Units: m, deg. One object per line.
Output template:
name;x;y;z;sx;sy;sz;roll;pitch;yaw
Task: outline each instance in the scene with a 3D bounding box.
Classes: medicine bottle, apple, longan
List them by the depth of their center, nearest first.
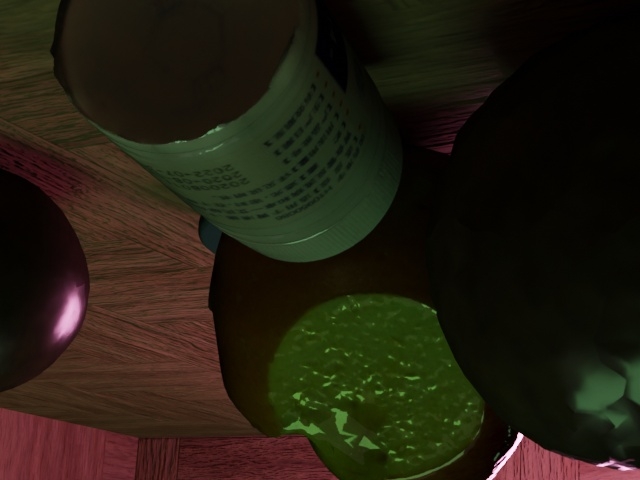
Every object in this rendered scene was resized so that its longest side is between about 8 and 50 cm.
longan;0.279;0.005;1.015;0.391;0.391;0.391;3;164;1
medicine bottle;-0.056;-0.109;1.019;0.190;0.189;0.332;-2;164;16
apple;0.056;0.088;1.337;0.374;0.384;0.374;4;171;1
longan;-0.422;0.044;1.488;0.297;0.297;0.297;3;164;1

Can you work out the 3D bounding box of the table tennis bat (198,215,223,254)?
table tennis bat;0.004;-0.008;1.609;0.329;0.044;0.215;-1;154;15
